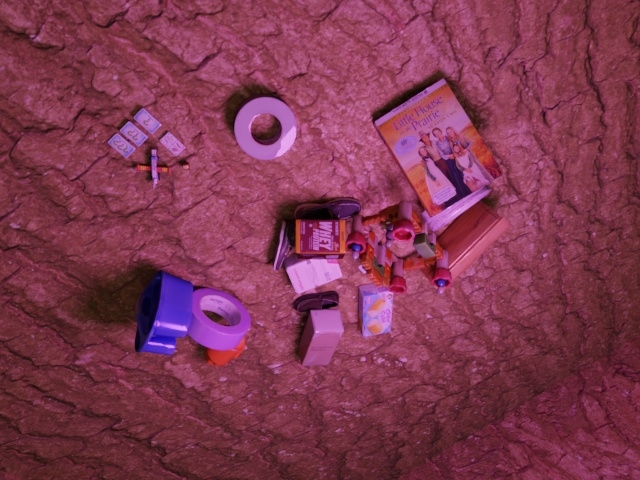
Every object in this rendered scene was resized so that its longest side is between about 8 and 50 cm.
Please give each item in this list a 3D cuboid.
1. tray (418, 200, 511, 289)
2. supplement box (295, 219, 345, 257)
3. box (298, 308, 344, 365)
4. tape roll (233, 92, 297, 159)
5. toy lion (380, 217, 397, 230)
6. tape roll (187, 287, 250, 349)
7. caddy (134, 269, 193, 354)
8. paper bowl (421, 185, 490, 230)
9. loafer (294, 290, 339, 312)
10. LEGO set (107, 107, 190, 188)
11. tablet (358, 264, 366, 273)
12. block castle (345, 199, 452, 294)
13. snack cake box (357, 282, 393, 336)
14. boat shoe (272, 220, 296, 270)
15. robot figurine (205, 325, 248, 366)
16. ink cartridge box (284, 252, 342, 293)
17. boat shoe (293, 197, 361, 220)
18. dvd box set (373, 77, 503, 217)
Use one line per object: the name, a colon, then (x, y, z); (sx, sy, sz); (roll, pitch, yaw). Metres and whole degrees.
tray: (0.627, 0.019, 1.852); (0.076, 0.203, 0.411); (33, 107, -31)
supplement box: (0.000, 0.000, 1.629); (0.191, 0.194, 0.129); (0, 80, -1)
box: (-0.003, 0.464, 1.943); (0.147, 0.121, 0.311); (1, 135, -15)
tape roll: (-0.196, -0.401, 1.450); (0.218, 0.072, 0.220); (-7, 121, -11)
toy lion: (0.322, -0.078, 1.788); (0.100, 0.096, 0.034); (5, 129, 29)
tape roll: (-0.430, 0.320, 1.691); (0.274, 0.275, 0.090); (25, 111, -27)
caddy: (-0.620, 0.273, 1.573); (0.179, 0.341, 0.241); (24, 118, -30)
paper bowl: (0.542, -0.176, 1.699); (0.284, 0.284, 0.148); (-35, 79, 6)
loafer: (-0.013, 0.292, 1.910); (0.219, 0.078, 0.080); (-14, 123, -8)
LEGO set: (-0.576, -0.301, 1.413); (0.182, 0.060, 0.244); (-37, 123, 12)
tablet: (0.222, 0.116, 1.915); (0.083, 0.006, 0.054); (-39, 123, 9)
block castle: (0.328, 0.066, 1.704); (0.302, 0.213, 0.453); (-15, 139, 34)
snack cake box: (0.267, 0.337, 2.010); (0.152, 0.089, 0.265); (-9, 122, -10)
boat shoe: (-0.151, 0.028, 1.712); (0.068, 0.081, 0.228); (8, 115, -15)
robot figurine: (-0.431, 0.481, 1.878); (0.219, 0.128, 0.158); (-44, 94, 13)
ink cartridge box: (-0.034, 0.119, 1.794); (0.217, 0.092, 0.159); (-22, 123, -4)
boat shoe: (0.036, -0.108, 1.677); (0.284, 0.092, 0.103); (-5, 121, -13)
dvd box set: (0.436, -0.342, 1.532); (0.307, 0.062, 0.421); (-31, 87, 4)
